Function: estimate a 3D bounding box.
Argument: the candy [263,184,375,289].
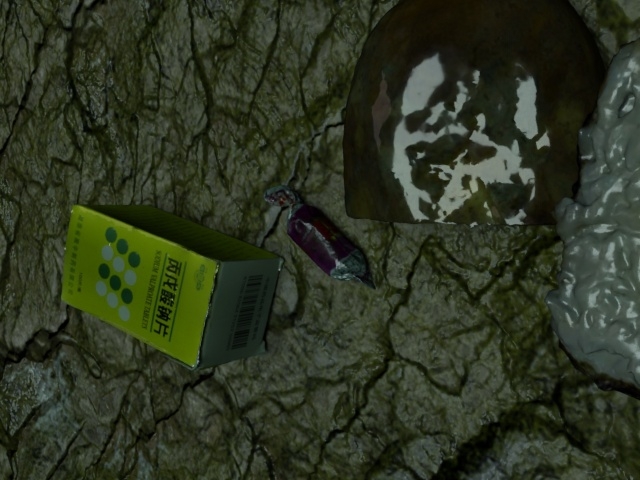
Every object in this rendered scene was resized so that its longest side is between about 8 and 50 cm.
[{"bbox_3d":[0.000,0.000,0.950,0.175,0.045,0.043,45,128,21],"label":"candy"}]

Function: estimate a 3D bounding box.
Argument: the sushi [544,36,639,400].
[{"bbox_3d":[0.309,-0.027,0.681,0.197,0.182,0.343,14,97,33],"label":"sushi"}]

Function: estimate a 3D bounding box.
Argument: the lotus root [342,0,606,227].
[{"bbox_3d":[0.147,-0.146,0.792,0.267,0.149,0.260,4,97,28],"label":"lotus root"}]

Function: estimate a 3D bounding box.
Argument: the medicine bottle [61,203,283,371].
[{"bbox_3d":[-0.189,0.050,1.018,0.250,0.141,0.137,20,101,29],"label":"medicine bottle"}]
